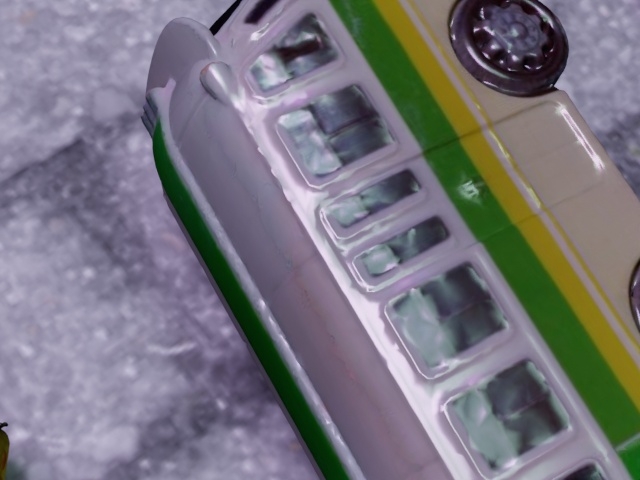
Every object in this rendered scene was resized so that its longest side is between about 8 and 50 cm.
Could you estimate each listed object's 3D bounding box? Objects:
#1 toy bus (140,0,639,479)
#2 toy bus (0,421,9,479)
[{"bbox_3d":[0.043,0.005,0.515,0.179,0.143,0.305,-24,75,-24],"label":"toy bus"},{"bbox_3d":[-0.300,0.109,0.436,0.330,0.152,0.144,9,86,-4],"label":"toy bus"}]
